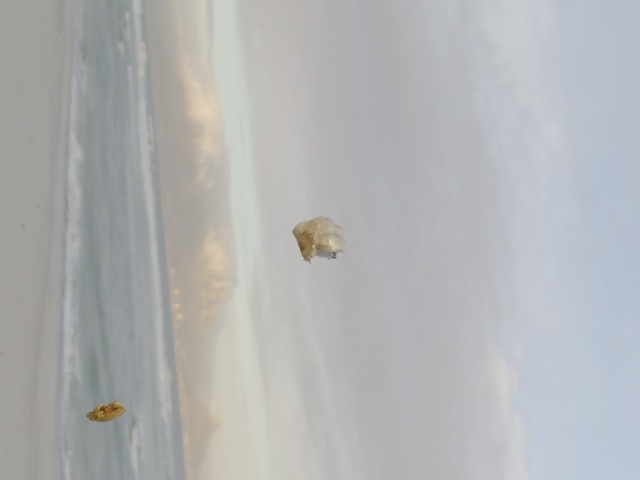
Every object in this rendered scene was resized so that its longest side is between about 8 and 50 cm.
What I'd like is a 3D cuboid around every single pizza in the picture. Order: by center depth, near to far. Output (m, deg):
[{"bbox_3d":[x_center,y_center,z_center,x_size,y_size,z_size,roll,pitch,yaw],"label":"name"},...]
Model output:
[{"bbox_3d":[-0.359,0.285,1.404,0.016,0.083,0.037,59,30,-36],"label":"pizza"}]

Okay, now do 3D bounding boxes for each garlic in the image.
[{"bbox_3d":[0.004,-0.002,1.416,0.113,0.094,0.074,34,-76,47],"label":"garlic"}]
